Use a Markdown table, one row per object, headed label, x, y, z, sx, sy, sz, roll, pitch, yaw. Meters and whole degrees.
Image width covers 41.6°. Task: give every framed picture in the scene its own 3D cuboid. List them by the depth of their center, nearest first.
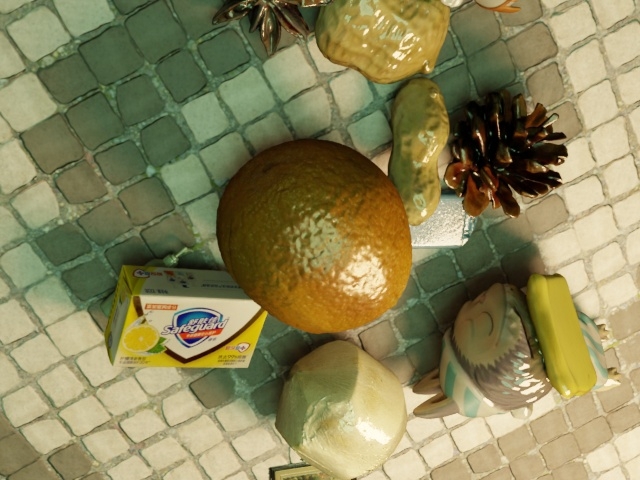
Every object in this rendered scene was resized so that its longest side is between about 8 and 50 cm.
| label | x | y | z | sx | sy | sz | roll | pitch | yaw |
| --- | --- | --- | --- | --- | --- | --- | --- | --- | --- |
| framed picture | -0.012 | 0.563 | 1.853 | 0.199 | 0.010 | 0.195 | -7 | 115 | -9 |

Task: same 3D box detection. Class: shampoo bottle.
| label | x | y | z | sx | sy | sz | roll | pitch | yaw |
| --- | --- | --- | --- | --- | --- | --- | --- | --- | --- |
| shampoo bottle | -0.316 | 0.074 | 1.545 | 0.195 | 0.056 | 0.056 | -42 | 115 | 8 |

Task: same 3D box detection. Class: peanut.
| label | x | y | z | sx | sy | sz | roll | pitch | yaw |
| --- | --- | --- | --- | --- | --- | --- | --- | --- | --- |
| peanut | 0.110 | -0.358 | 1.412 | 0.233 | 0.110 | 0.196 | 26 | 114 | -21 |
| peanut | 0.170 | -0.156 | 1.490 | 0.101 | 0.117 | 0.263 | 5 | 99 | -5 |

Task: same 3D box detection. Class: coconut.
| label | x | y | z | sx | sy | sz | roll | pitch | yaw |
| --- | --- | --- | --- | --- | --- | --- | --- | --- | --- |
| coconut | 0.028 | 0.327 | 1.636 | 0.247 | 0.245 | 0.245 | 36 | 102 | -22 |

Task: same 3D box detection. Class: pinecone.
| label | x | y | z | sx | sy | sz | roll | pitch | yaw |
| --- | --- | --- | --- | --- | --- | --- | --- | --- | --- |
| pinecone | 0.335 | -0.154 | 1.502 | 0.201 | 0.202 | 0.229 | -4 | 109 | 30 |

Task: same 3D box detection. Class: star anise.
| label | x | y | z | sx | sy | sz | roll | pitch | yaw |
| --- | --- | --- | --- | --- | --- | --- | --- | --- | --- |
| star anise | -0.091 | -0.414 | 1.355 | 0.209 | 0.089 | 0.231 | -18 | 112 | 13 |

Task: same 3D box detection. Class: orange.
| label | x | y | z | sx | sy | sz | roll | pitch | yaw |
| --- | --- | --- | --- | --- | --- | --- | --- | --- | --- |
| orange | 0.000 | 0.000 | 1.432 | 0.322 | 0.322 | 0.357 | -37 | 129 | 6 |

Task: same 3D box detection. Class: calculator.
| label | x | y | z | sx | sy | sz | roll | pitch | yaw |
| --- | --- | --- | --- | --- | --- | --- | --- | --- | --- |
| calculator | 0.200 | -0.041 | 1.611 | 0.210 | 0.039 | 0.121 | -1 | 112 | -11 |

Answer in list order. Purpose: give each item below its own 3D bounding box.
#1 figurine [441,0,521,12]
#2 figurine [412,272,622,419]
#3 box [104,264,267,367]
| label | x | y | z | sx | sy | sz | roll | pitch | yaw |
| --- | --- | --- | --- | --- | --- | --- | --- | --- | --- |
| figurine | 0.270 | -0.439 | 1.368 | 0.271 | 0.143 | 0.143 | -23 | 124 | -44 |
| figurine | 0.361 | 0.237 | 1.719 | 0.378 | 0.266 | 0.361 | -20 | 150 | 32 |
| box | -0.243 | 0.141 | 1.527 | 0.265 | 0.097 | 0.168 | 6 | 121 | -29 |
